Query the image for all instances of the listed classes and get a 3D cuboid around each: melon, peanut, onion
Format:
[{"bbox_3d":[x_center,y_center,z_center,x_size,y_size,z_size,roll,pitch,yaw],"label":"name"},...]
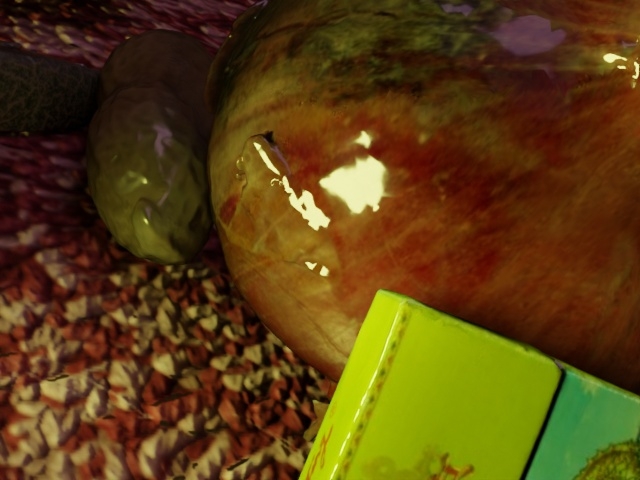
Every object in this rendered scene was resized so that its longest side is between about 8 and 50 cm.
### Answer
[{"bbox_3d":[-0.205,-0.111,0.887,0.182,0.054,0.098,5,23,-42],"label":"melon"},{"bbox_3d":[-0.106,-0.067,0.857,0.104,0.085,0.228,57,16,-29],"label":"peanut"},{"bbox_3d":[0.103,-0.034,0.756,0.353,0.354,0.354,25,28,-15],"label":"onion"}]

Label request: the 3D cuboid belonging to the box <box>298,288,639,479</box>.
[{"bbox_3d":[0.142,0.169,0.635,0.335,0.187,0.047,23,-1,-17],"label":"box"}]
